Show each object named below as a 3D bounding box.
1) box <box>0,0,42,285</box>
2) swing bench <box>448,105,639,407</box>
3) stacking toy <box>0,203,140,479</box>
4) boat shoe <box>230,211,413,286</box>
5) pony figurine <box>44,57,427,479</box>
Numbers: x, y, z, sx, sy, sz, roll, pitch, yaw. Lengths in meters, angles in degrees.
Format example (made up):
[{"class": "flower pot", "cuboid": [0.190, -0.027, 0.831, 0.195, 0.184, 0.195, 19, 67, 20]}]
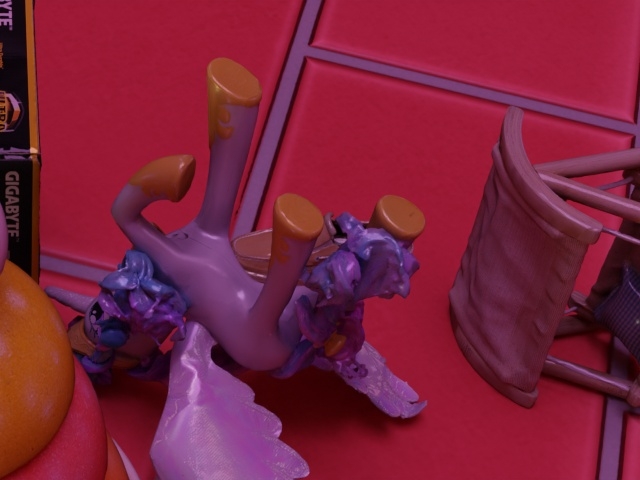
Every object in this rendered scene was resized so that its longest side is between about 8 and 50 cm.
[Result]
[{"class": "box", "cuboid": [-0.293, -0.053, 1.652, 0.079, 0.322, 0.257, 0, 47, -9]}, {"class": "swing bench", "cuboid": [0.268, 0.028, 1.735, 0.254, 0.253, 0.165, 5, 47, -7]}, {"class": "stacking toy", "cuboid": [-0.283, 0.119, 1.384, 0.350, 0.480, 0.351, 6, 47, -6]}, {"class": "boat shoe", "cuboid": [0.000, 0.000, 1.832, 0.190, 0.072, 0.068, -4, 49, -14]}, {"class": "pony figurine", "cuboid": [-0.062, 0.071, 1.614, 0.351, 0.363, 0.303, 39, 43, 3]}]
